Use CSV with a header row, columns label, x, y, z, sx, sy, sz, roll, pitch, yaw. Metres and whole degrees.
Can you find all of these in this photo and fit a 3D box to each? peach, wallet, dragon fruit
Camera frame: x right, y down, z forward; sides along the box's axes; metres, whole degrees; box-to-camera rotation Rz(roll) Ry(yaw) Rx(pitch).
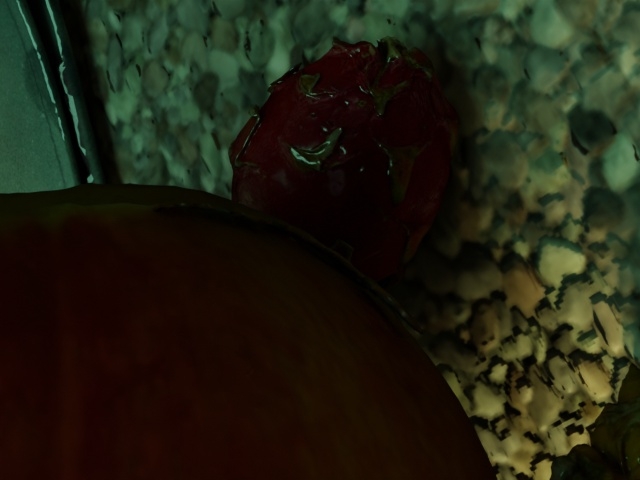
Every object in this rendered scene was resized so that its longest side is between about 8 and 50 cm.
label,x,y,z,sx,sy,sz,roll,pitch,yaw
peach,-0.091,0.169,0.610,0.370,0.370,0.370,16,112,43
wallet,-0.214,-0.066,0.935,0.251,0.054,0.290,-8,97,48
dragon fruit,0.000,0.000,0.710,0.094,0.094,0.190,44,134,28

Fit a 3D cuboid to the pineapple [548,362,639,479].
label,x,y,z,sx,sy,sz,roll,pitch,yaw
pineapple,0.163,0.168,0.556,0.164,0.140,0.249,-11,90,46
